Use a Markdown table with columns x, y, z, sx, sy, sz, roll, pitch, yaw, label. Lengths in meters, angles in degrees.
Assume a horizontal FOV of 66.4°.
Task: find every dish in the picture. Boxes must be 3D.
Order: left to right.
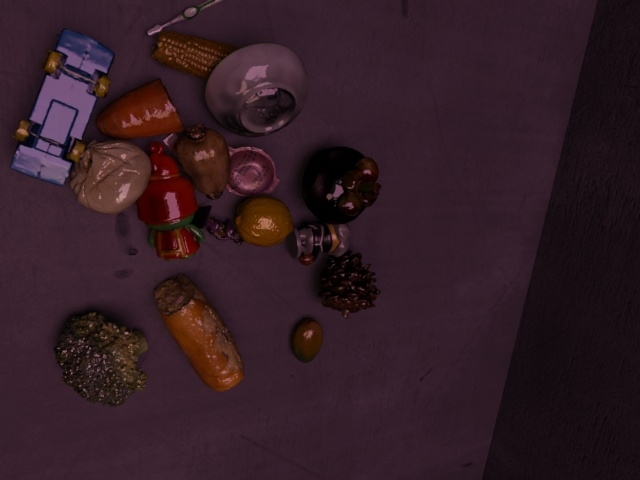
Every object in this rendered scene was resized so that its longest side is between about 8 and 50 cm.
| x | y | z | sx | sy | sz | roll | pitch | yaw | label |
| --- | --- | --- | --- | --- | --- | --- | --- | --- | --- |
| -0.172 | -0.413 | 1.460 | 0.324 | 0.124 | 0.324 | -18 | 151 | -11 | dish |

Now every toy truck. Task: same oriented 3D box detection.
| x | y | z | sx | sy | sz | roll | pitch | yaw | label |
| --- | --- | --- | --- | --- | --- | --- | --- | --- | --- |
| -0.674 | -0.345 | 1.275 | 0.161 | 0.162 | 0.384 | 20 | 95 | -33 | toy truck |

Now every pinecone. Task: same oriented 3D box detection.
| x | y | z | sx | sy | sz | roll | pitch | yaw | label |
| --- | --- | --- | --- | --- | --- | --- | --- | --- | --- |
| 0.105 | 0.163 | 1.857 | 0.244 | 0.243 | 0.257 | -5 | 100 | -28 | pinecone |

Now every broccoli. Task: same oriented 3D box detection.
| x | y | z | sx | sy | sz | roll | pitch | yaw | label |
| --- | --- | --- | --- | --- | --- | --- | --- | --- | --- |
| -0.655 | 0.362 | 1.491 | 0.260 | 0.235 | 0.288 | -14 | 109 | -26 | broccoli |

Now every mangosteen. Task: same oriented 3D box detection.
| x | y | z | sx | sy | sz | roll | pitch | yaw | label |
| --- | --- | --- | --- | --- | --- | --- | --- | --- | --- |
| 0.086 | -0.186 | 1.679 | 0.275 | 0.302 | 0.275 | -9 | 104 | -42 | mangosteen |

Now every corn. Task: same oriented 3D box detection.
| x | y | z | sx | sy | sz | roll | pitch | yaw | label |
| --- | --- | --- | --- | --- | --- | --- | --- | --- | --- |
| -0.309 | -0.528 | 1.448 | 0.363 | 0.120 | 0.120 | 4 | 105 | -28 | corn |

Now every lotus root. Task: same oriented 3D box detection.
| x | y | z | sx | sy | sz | roll | pitch | yaw | label |
| --- | --- | --- | --- | --- | --- | --- | --- | --- | --- |
| -0.351 | -0.245 | 1.475 | 0.154 | 0.140 | 0.256 | -9 | 129 | -5 | lotus root |

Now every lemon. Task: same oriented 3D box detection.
| x | y | z | sx | sy | sz | roll | pitch | yaw | label |
| --- | --- | --- | --- | --- | --- | --- | --- | --- | --- |
| -0.193 | -0.064 | 1.644 | 0.193 | 0.180 | 0.180 | -23 | 117 | -25 | lemon |

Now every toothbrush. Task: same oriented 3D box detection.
| x | y | z | sx | sy | sz | roll | pitch | yaw | label |
| --- | --- | --- | --- | --- | --- | --- | --- | --- | --- |
| -0.370 | -0.663 | 1.416 | 0.304 | 0.030 | 0.030 | -35 | 121 | -15 | toothbrush |

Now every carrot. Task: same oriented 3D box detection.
| x | y | z | sx | sy | sz | roll | pitch | yaw | label |
| --- | --- | --- | --- | --- | --- | --- | --- | --- | --- |
| -0.513 | -0.346 | 1.378 | 0.225 | 0.159 | 0.159 | -26 | 118 | -15 | carrot |

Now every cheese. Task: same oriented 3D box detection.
| x | y | z | sx | sy | sz | roll | pitch | yaw | label |
| --- | --- | --- | --- | --- | --- | --- | --- | --- | --- |
| -0.267 | -0.239 | 1.587 | 0.286 | 0.074 | 0.189 | 26 | 115 | -22 | cheese |

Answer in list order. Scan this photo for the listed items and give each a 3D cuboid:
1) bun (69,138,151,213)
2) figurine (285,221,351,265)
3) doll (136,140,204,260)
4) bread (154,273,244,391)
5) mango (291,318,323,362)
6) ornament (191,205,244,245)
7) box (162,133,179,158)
| x | y | z | sx | sy | sz | roll | pitch | yaw | label |
| --- | --- | --- | --- | --- | --- | --- | --- | --- | --- |
| -0.593 | -0.186 | 1.355 | 0.229 | 0.229 | 0.145 | -51 | 143 | -5 | bun |
| 0.000 | 0.000 | 1.802 | 0.236 | 0.133 | 0.176 | -12 | 122 | -23 | figurine |
| -0.463 | -0.114 | 1.468 | 0.183 | 0.160 | 0.363 | -3 | 104 | 14 | doll |
| -0.395 | 0.307 | 1.621 | 0.165 | 0.236 | 0.375 | -33 | 120 | -19 | bread |
| -0.052 | 0.404 | 1.944 | 0.130 | 0.092 | 0.194 | -16 | 123 | -26 | mango |
| -0.333 | -0.047 | 1.637 | 0.203 | 0.088 | 0.081 | 26 | 69 | -46 | ornament |
| -0.445 | -0.290 | 1.514 | 0.046 | 0.012 | 0.083 | -41 | 124 | -10 | box |
